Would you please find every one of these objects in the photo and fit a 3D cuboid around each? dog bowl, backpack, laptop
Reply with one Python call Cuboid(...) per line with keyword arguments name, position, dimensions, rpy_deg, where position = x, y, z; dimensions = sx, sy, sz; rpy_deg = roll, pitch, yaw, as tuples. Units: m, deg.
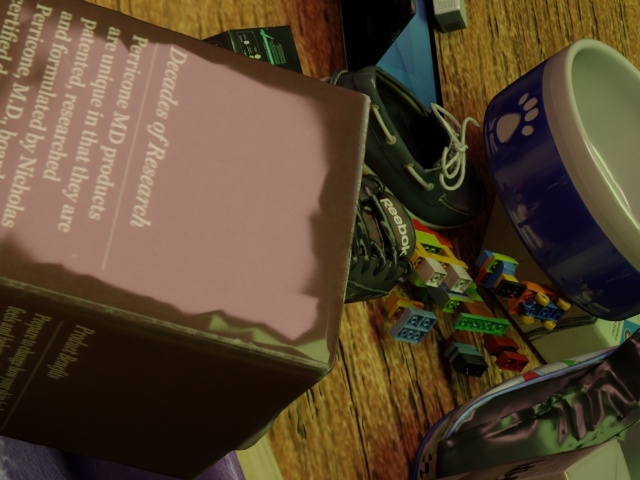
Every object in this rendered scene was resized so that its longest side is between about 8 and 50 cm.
Cuboid(name="dog bowl", position=(0.279, -0.058, 1.234), dimensions=(0.265, 0.104, 0.265), rpy_deg=(32, 41, -34))
Cuboid(name="backpack", position=(0.211, 0.223, 1.081), dimensions=(0.263, 0.213, 0.276), rpy_deg=(-9, 72, -19))
Cuboid(name="laptop", position=(0.087, -0.261, 1.180), dimensions=(0.136, 0.264, 0.234), rpy_deg=(-2, 75, -16))

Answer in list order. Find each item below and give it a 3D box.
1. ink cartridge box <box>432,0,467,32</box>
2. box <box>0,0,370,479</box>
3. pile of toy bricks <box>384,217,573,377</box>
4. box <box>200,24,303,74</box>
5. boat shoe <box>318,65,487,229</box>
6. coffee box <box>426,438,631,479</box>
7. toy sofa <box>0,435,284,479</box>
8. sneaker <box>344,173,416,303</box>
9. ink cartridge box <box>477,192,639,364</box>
Cuboid(name="ink cartridge box", position=(0.129, -0.282, 1.321), dimensions=(0.063, 0.029, 0.115), rpy_deg=(33, 47, -74))
Cuboid(name="box", position=(-0.192, -0.024, 0.524), dimensions=(0.381, 0.191, 0.143), rpy_deg=(19, 62, -15))
Cuboid(name="pile of toy bricks", position=(0.126, 0.045, 1.171), dimensions=(0.212, 0.118, 0.105), rpy_deg=(14, 31, -39))
Cuboid(name="box", position=(-0.063, -0.136, 0.994), dimensions=(0.083, 0.062, 0.052), rpy_deg=(-19, 94, -54))
Cuboid(name="boat shoe", position=(0.091, -0.087, 1.171), dimensions=(0.254, 0.079, 0.095), rpy_deg=(37, 48, -41))
Cuboid(name="coffee box", position=(0.112, 0.243, 0.925), dimensions=(0.098, 0.246, 0.141), rpy_deg=(-12, 84, -55))
Cuboid(name="toy sofa", position=(-0.146, 0.071, 0.731), dimensions=(0.177, 0.150, 0.362), rpy_deg=(-31, 103, -55))
Cuboid(name="sneaker", position=(0.000, 0.000, 0.872), dimensions=(0.276, 0.135, 0.097), rpy_deg=(64, 10, -85))
Cuboid(name="ink cartridge box", position=(0.264, 0.039, 1.349), dimensions=(0.203, 0.086, 0.148), rpy_deg=(50, 41, -30))
